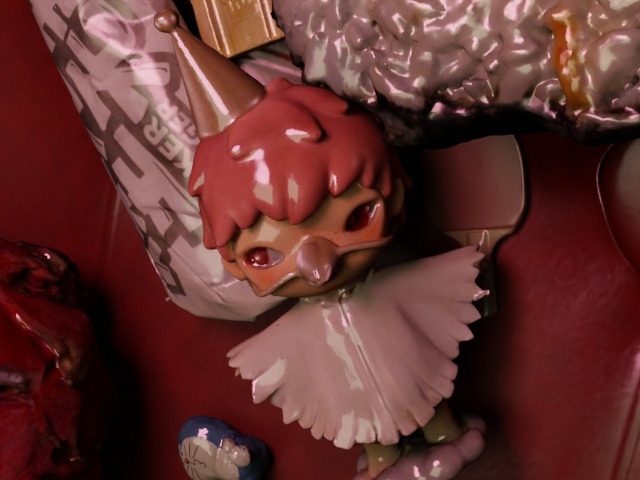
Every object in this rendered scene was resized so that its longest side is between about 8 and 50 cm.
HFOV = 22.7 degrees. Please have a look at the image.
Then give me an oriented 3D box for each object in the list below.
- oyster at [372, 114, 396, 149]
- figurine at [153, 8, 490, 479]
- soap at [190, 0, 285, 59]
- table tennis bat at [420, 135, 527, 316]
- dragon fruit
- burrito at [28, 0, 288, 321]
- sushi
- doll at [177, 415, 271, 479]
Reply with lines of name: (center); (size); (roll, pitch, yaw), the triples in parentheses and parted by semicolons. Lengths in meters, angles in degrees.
oyster: (0.016, -0.050, 1.240); (0.098, 0.037, 0.100); (-34, 79, 31)
figurine: (0.000, 0.000, 1.147); (0.207, 0.166, 0.387); (-22, 103, 10)
soap: (-0.079, -0.273, 1.266); (0.092, 0.037, 0.252); (-17, 88, 32)
table tennis bat: (0.117, -0.020, 1.197); (0.087, 0.013, 0.156); (-4, 94, 32)
dragon fruit: (-0.324, 0.137, 1.336); (0.329, 0.329, 0.329); (6, 101, 32)
burrito: (-0.150, -0.135, 1.284); (0.139, 0.101, 0.445); (-30, 88, 55)
sushi: (0.140, -0.164, 1.065); (0.350, 0.171, 0.211); (6, 99, 31)
doll: (-0.083, 0.183, 1.336); (0.083, 0.050, 0.076); (19, 126, 27)
